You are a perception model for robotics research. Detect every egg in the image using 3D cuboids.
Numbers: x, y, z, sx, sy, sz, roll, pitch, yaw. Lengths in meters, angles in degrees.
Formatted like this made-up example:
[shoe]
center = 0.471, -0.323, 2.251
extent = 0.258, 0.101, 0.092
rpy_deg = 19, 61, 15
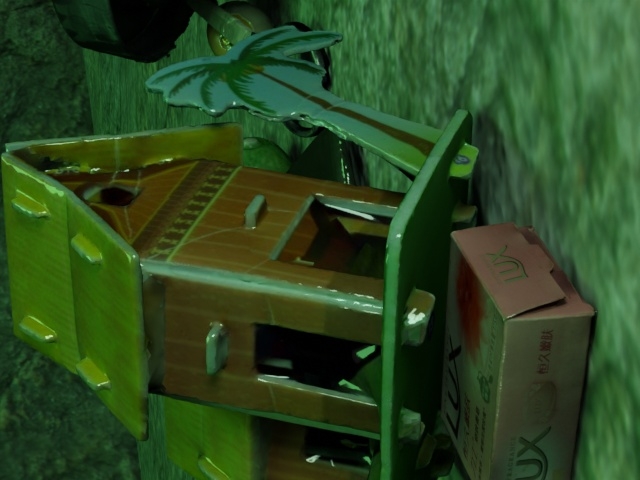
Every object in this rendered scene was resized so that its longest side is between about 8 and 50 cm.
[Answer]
[egg]
center = -0.085, -0.217, 1.773
extent = 0.083, 0.071, 0.071
rpy_deg = 51, 149, 33

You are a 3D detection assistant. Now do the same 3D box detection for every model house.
[model house]
center = -0.052, 0.027, 1.220
extent = 0.340, 0.323, 0.300
rpy_deg = -59, -25, -57

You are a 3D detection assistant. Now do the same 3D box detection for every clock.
[clock]
center = -0.185, -0.377, 1.759
extent = 0.386, 0.076, 0.386
rpy_deg = 10, -90, -78

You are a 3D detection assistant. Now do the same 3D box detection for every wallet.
[wallet]
center = 0.000, 0.000, 1.558
extent = 0.245, 0.052, 0.169
rpy_deg = 138, 126, -69

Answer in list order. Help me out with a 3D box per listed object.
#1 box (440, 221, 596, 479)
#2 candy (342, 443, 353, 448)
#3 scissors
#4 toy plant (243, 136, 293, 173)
[box]
center = 0.117, 0.077, 1.044
extent = 0.111, 0.060, 0.156
rpy_deg = -115, 24, -59
[candy]
center = -0.015, 0.276, 1.598
extent = 0.260, 0.118, 0.260
rpy_deg = 180, 90, -76
[scissors]
center = -0.069, -0.195, 1.670
extent = 0.300, 0.022, 0.109
rpy_deg = 43, 137, 50
[toy plant]
center = -0.102, -0.009, 1.775
extent = 0.235, 0.175, 0.218
rpy_deg = -70, 15, -15
